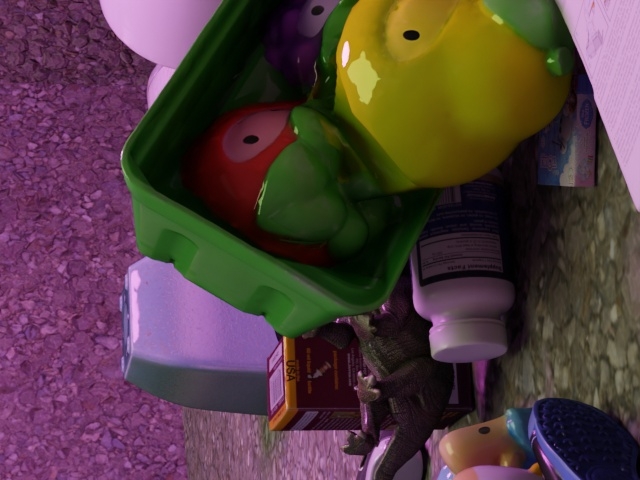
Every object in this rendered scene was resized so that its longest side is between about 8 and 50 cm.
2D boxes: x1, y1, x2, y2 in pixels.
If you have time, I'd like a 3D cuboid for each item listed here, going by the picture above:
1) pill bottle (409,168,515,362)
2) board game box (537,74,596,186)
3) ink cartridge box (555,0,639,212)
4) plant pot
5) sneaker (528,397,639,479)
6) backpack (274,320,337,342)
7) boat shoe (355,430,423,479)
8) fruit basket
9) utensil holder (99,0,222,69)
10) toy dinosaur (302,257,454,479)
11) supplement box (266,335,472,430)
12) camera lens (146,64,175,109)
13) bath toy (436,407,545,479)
[{"bbox_3d":[0.128,0.022,1.519,0.094,0.094,0.169,123,146,-68],"label":"pill bottle"},{"bbox_3d":[0.201,-0.089,1.359,0.090,0.020,0.090,-167,77,-78],"label":"board game box"},{"bbox_3d":[0.238,-0.194,1.096,0.239,0.060,0.275,-100,15,-45],"label":"ink cartridge box"},{"bbox_3d":[-0.186,0.132,2.623,0.248,0.252,0.247,117,150,-66],"label":"plant pot"},{"bbox_3d":[0.200,0.205,1.209,0.232,0.081,0.090,-114,34,-60],"label":"sneaker"},{"bbox_3d":[0.025,0.003,1.774,0.225,0.191,0.254,107,168,-65],"label":"backpack"},{"bbox_3d":[0.063,0.299,1.871,0.076,0.080,0.229,-98,14,-59],"label":"boat shoe"},{"bbox_3d":[0.034,-0.126,1.392,0.392,0.283,0.392,-60,2,4],"label":"fruit basket"},{"bbox_3d":[-0.153,-0.471,2.336,0.385,0.327,0.328,103,163,-55],"label":"utensil holder"},{"bbox_3d":[0.074,0.108,1.564,0.121,0.160,0.314,-22,88,45],"label":"toy dinosaur"},{"bbox_3d":[0.047,0.143,1.672,0.104,0.188,0.081,124,145,-69],"label":"supplement box"},{"bbox_3d":[-0.146,-0.156,2.513,0.219,0.219,0.274,104,162,-48],"label":"camera lens"},{"bbox_3d":[0.172,0.279,1.272,0.151,0.129,0.348,46,-164,-30],"label":"bath toy"}]
